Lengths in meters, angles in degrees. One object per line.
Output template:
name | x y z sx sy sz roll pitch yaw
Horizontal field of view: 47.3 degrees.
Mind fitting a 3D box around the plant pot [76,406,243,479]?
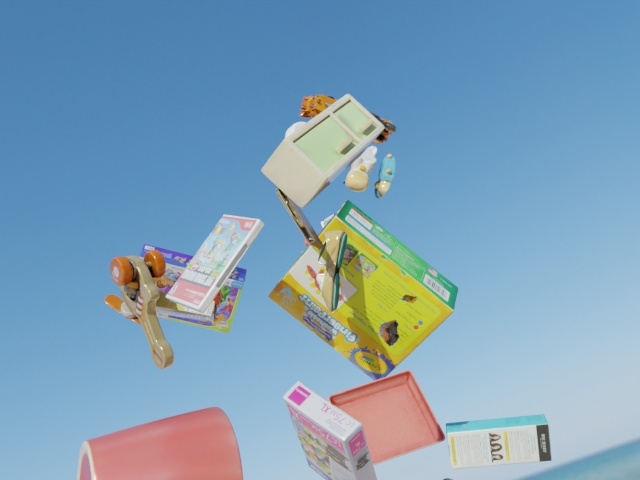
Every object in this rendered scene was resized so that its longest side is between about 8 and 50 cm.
plant pot | -0.292 0.442 1.292 0.243 0.274 0.275 2 -29 -27

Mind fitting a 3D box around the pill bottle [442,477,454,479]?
pill bottle | 0.358 0.751 2.115 0.116 0.065 0.065 -45 0 -41

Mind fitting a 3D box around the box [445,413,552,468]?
box | 0.437 0.495 1.803 0.245 0.100 0.060 -7 11 7

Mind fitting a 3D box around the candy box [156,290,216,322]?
candy box | -0.415 0.203 2.237 0.187 0.053 0.109 11 -18 -1

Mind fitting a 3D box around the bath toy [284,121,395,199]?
bath toy | 0.047 -0.238 2.222 0.349 0.151 0.129 22 -36 -6

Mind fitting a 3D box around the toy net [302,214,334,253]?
toy net | 0.000 0.000 2.437 0.122 0.232 0.045 35 -41 -20

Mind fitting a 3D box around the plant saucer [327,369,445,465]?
plant saucer | 0.181 0.506 2.043 0.259 0.258 0.047 -16 -49 -9

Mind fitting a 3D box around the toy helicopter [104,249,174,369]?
toy helicopter | -0.522 0.215 2.144 0.140 0.354 0.235 -13 -17 -41

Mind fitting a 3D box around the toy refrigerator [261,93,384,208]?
toy refrigerator | 0.013 -0.173 1.344 0.094 0.102 0.269 -48 -2 38

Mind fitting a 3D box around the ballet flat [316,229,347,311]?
ballet flat | 0.025 0.083 2.048 0.073 0.232 0.080 6 -11 14

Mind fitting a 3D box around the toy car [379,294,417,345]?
toy car | 0.173 0.177 1.640 0.122 0.041 0.060 -46 -47 -28

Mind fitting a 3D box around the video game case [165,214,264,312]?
video game case | -0.284 0.055 1.953 0.025 0.285 0.204 44 -19 -31

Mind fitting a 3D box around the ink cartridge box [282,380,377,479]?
ink cartridge box | 0.031 0.457 1.575 0.065 0.186 0.311 -41 -44 -25

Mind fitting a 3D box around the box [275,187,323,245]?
box | -0.051 -0.054 1.907 0.021 0.164 0.201 -33 -7 3

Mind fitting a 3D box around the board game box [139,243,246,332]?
board game box | -0.445 0.165 2.445 0.347 0.078 0.233 14 -57 -9

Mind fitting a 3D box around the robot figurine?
robot figurine | 0.088 -0.370 2.248 0.291 0.085 0.211 19 3 -18

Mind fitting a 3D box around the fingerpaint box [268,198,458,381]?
fingerpaint box | 0.131 0.159 2.245 0.371 0.445 0.163 -51 2 28
